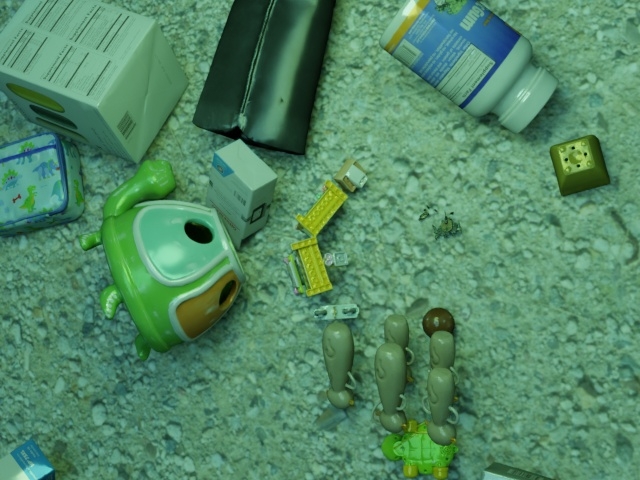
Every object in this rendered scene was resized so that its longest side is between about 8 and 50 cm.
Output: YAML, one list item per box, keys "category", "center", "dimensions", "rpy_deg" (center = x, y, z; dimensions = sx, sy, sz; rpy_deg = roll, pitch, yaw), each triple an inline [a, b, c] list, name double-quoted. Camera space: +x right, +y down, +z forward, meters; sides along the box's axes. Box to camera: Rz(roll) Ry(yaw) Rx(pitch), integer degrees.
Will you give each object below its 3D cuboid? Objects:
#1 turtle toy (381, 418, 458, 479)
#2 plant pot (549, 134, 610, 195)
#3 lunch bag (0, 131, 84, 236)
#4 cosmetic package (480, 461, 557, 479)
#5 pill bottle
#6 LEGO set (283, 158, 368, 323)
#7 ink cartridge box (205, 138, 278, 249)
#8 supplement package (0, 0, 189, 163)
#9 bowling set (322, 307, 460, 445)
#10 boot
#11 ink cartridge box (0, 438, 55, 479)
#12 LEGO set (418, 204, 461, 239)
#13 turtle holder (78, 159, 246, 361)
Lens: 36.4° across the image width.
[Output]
- category: "turtle toy"
  center: [0.160, 0.337, 1.581]
  dimensions: [0.130, 0.066, 0.095]
  rpy_deg: [-2, 81, 19]
- category: "plant pot"
  center: [0.410, -0.126, 1.551]
  dimensions: [0.081, 0.083, 0.081]
  rpy_deg: [-15, 77, 16]
- category: "lunch bag"
  center: [-0.570, -0.108, 1.876]
  dimensions: [0.219, 0.090, 0.176]
  rpy_deg: [-12, 76, 16]
- category: "cosmetic package"
  center: [0.292, 0.478, 1.502]
  dimensions: [0.127, 0.107, 0.238]
  rpy_deg: [13, 90, 19]
- category: "pill bottle"
  center: [0.242, -0.296, 1.569]
  dimensions: [0.272, 0.152, 0.152]
  rpy_deg: [36, 95, -2]
- category: "LEGO set"
  center: [0.000, 0.000, 1.684]
  dimensions: [0.132, 0.107, 0.287]
  rpy_deg: [6, 78, -16]
- category: "ink cartridge box"
  center: [-0.143, -0.078, 1.712]
  dimensions: [0.060, 0.180, 0.104]
  rpy_deg: [-34, 69, -31]
- category: "supplement package"
  center: [-0.421, -0.303, 1.766]
  dimensions: [0.263, 0.199, 0.198]
  rpy_deg: [22, 71, 20]
- category: "bowling set"
  center: [0.158, 0.212, 1.564]
  dimensions: [0.287, 0.200, 0.154]
  rpy_deg: [22, 125, 45]
- category: "boot"
  center: [0.000, -0.361, 1.685]
  dimensions: [0.367, 0.146, 0.445]
  rpy_deg: [16, 85, 27]
- category: "ink cartridge box"
  center: [-0.587, 0.465, 1.719]
  dimensions: [0.231, 0.134, 0.078]
  rpy_deg: [-32, 70, -31]
- category: "LEGO set"
  center: [0.206, -0.028, 1.643]
  dimensions: [0.054, 0.023, 0.083]
  rpy_deg: [-41, 59, 7]
- category: "turtle holder"
  center: [-0.266, 0.032, 1.702]
  dimensions: [0.227, 0.243, 0.320]
  rpy_deg: [-24, 35, -1]
